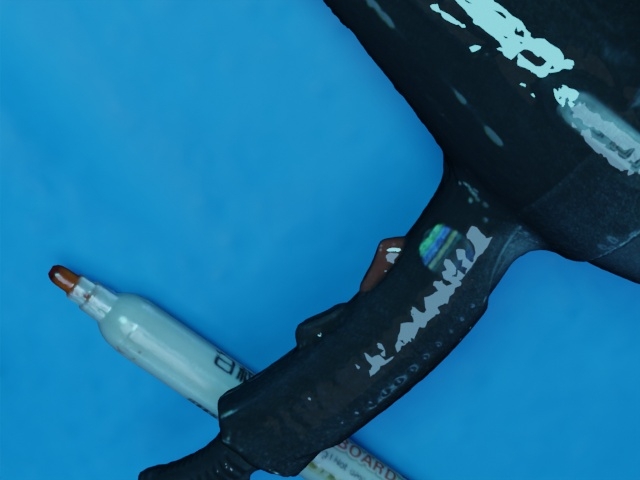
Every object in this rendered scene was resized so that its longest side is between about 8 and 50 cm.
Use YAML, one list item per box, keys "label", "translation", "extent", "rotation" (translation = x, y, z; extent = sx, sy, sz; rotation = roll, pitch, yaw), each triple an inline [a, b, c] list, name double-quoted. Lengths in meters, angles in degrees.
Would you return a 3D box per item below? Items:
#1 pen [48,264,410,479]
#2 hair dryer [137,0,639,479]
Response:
- label: "pen"
  translation: [-0.017, 0.073, 0.491]
  extent: [0.218, 0.026, 0.026]
  rotation: [37, 108, -17]
- label: "hair dryer"
  translation: [0.000, 0.000, 0.418]
  extent: [0.235, 0.091, 0.272]
  rotation: [38, 103, -8]
